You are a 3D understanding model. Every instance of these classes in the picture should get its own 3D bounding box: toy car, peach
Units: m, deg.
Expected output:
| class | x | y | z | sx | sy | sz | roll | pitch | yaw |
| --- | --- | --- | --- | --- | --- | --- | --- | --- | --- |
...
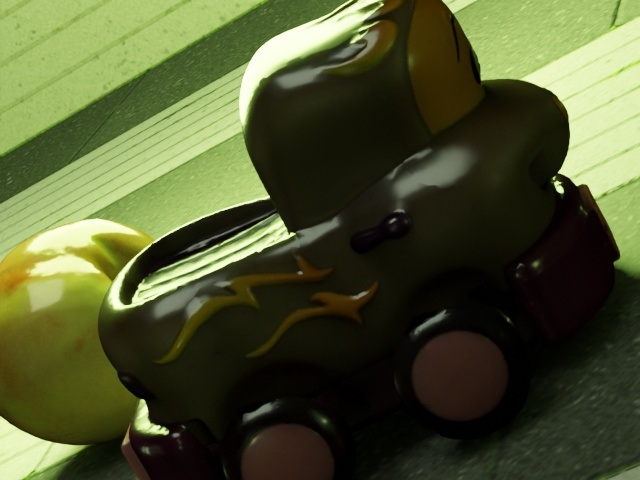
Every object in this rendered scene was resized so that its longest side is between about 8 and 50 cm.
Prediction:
| class | x | y | z | sx | sy | sz | roll | pitch | yaw |
| --- | --- | --- | --- | --- | --- | --- | --- | --- | --- |
| toy car | 0.000 | 0.000 | 1.197 | 0.341 | 0.240 | 0.271 | -29 | 13 | 8 |
| peach | -0.188 | 0.075 | 1.512 | 0.184 | 0.184 | 0.184 | -32 | 15 | 9 |
